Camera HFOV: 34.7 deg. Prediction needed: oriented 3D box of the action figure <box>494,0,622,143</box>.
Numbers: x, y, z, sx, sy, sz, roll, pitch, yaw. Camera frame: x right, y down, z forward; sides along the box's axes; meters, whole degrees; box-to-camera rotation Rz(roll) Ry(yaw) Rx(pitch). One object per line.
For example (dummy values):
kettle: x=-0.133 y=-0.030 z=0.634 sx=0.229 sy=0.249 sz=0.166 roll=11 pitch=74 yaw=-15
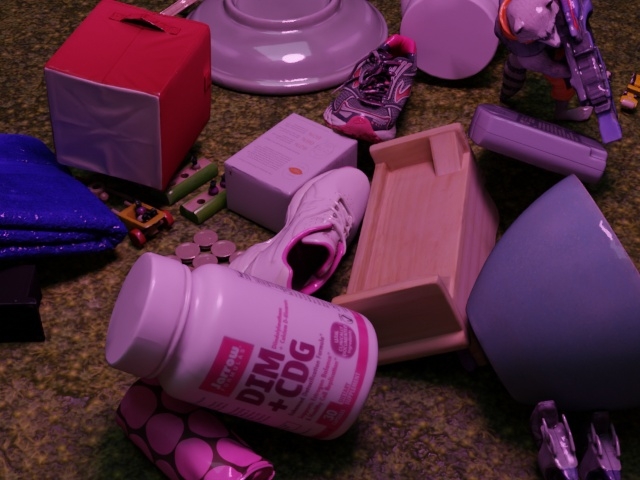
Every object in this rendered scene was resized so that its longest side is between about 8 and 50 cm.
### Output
action figure: x=0.355 y=-0.279 z=1.616 sx=0.179 sy=0.330 sz=0.341 roll=-16 pitch=72 yaw=14

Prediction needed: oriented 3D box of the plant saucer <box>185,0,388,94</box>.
plant saucer: x=-0.071 y=-0.420 z=1.928 sx=0.401 sy=0.100 sz=0.400 roll=-1 pitch=42 yaw=1

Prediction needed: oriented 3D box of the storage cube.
storage cube: x=-0.284 y=-0.218 z=1.551 sx=0.184 sy=0.215 sz=0.193 roll=16 pitch=45 yaw=8

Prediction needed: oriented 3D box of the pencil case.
pencil case: x=-0.144 y=0.236 z=1.198 sx=0.209 sy=0.095 sz=0.098 roll=37 pitch=28 yaw=33

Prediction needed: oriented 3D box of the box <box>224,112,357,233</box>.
box: x=-0.044 y=-0.101 z=1.571 sx=0.130 sy=0.091 sz=0.170 roll=27 pitch=48 yaw=28

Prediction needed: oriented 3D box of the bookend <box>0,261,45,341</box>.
bookend: x=-0.451 y=0.060 z=1.411 sx=0.156 sy=0.072 sz=0.157 roll=-2 pitch=41 yaw=-2

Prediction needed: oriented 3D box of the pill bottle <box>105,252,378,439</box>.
pill bottle: x=-0.091 y=0.121 z=1.184 sx=0.283 sy=0.160 sz=0.160 roll=20 pitch=36 yaw=-23

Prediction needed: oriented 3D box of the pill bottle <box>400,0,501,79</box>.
pill bottle: x=0.262 y=-0.462 z=1.886 sx=0.210 sy=0.210 sz=0.363 roll=9 pitch=43 yaw=11

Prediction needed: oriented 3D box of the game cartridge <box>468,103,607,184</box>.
game cartridge: x=0.321 y=-0.150 z=1.533 sx=0.198 sy=0.062 sz=0.297 roll=16 pitch=13 yaw=10

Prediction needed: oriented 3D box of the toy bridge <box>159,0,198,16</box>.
toy bridge: x=-0.258 y=-0.468 z=2.007 sx=0.188 sy=0.026 sz=0.063 roll=-40 pitch=12 yaw=-31

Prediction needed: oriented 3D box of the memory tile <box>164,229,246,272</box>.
memory tile: x=-0.152 y=0.042 z=1.471 sx=0.148 sy=0.012 sz=0.113 roll=29 pitch=49 yaw=29

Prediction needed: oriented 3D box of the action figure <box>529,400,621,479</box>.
action figure: x=0.301 y=0.313 z=1.094 sx=0.185 sy=0.099 sz=0.285 roll=1 pitch=45 yaw=-11

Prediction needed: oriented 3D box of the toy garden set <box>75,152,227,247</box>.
toy garden set: x=-0.271 y=-0.097 z=1.603 sx=0.244 sy=0.049 sz=0.204 roll=30 pitch=50 yaw=30

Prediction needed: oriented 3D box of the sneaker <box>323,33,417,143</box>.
sneaker: x=0.087 y=-0.248 z=1.668 sx=0.121 sy=0.112 sz=0.299 roll=21 pitch=32 yaw=2

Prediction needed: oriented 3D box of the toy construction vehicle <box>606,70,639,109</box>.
toy construction vehicle: x=0.520 y=-0.260 z=1.789 sx=0.086 sy=0.035 sz=0.098 roll=19 pitch=47 yaw=6

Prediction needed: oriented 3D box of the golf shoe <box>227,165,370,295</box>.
golf shoe: x=0.000 y=0.000 z=1.411 sx=0.140 sy=0.115 sz=0.306 roll=-13 pitch=30 yaw=49

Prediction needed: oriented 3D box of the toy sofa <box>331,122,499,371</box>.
toy sofa: x=0.141 y=0.016 z=1.417 sx=0.150 sy=0.177 sz=0.362 roll=-14 pitch=37 yaw=24

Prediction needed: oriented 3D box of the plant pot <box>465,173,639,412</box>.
plant pot: x=0.293 y=0.093 z=1.242 sx=0.195 sy=0.290 sz=0.290 roll=-31 pitch=41 yaw=11

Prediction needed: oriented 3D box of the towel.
towel: x=-0.444 y=-0.077 z=1.499 sx=0.228 sy=0.076 sz=0.308 roll=-6 pitch=32 yaw=-39
